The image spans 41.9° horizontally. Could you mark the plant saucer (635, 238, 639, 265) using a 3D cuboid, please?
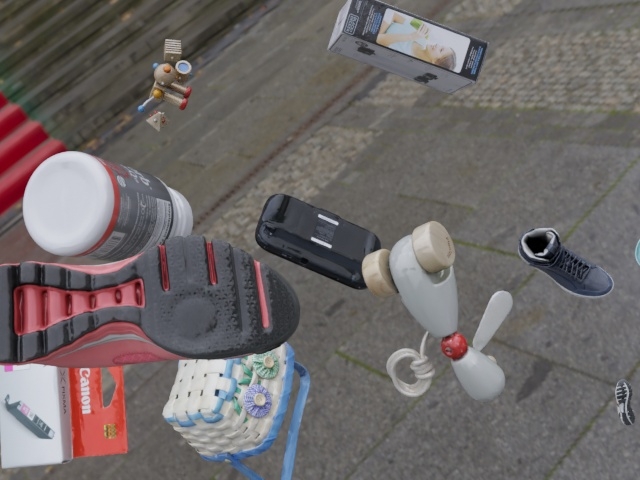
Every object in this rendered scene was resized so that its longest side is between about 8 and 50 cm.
[{"bbox_3d":[0.559,0.011,1.321,0.119,0.021,0.119,-30,32,21],"label":"plant saucer"}]

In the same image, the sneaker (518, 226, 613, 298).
[{"bbox_3d":[0.532,0.049,1.817,0.226,0.163,0.086,28,84,18],"label":"sneaker"}]

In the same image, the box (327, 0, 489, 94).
[{"bbox_3d":[0.173,-0.393,1.696,0.169,0.290,0.087,-175,103,-82],"label":"box"}]

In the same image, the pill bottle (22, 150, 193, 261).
[{"bbox_3d":[-0.437,-0.057,1.787,0.210,0.210,0.363,-27,-14,16],"label":"pill bottle"}]

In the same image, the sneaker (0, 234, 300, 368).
[{"bbox_3d":[-0.178,0.067,0.820,0.313,0.116,0.136,-1,-13,-5],"label":"sneaker"}]

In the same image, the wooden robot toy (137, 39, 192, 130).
[{"bbox_3d":[-0.252,-0.274,1.410,0.079,0.076,0.173,127,158,-62],"label":"wooden robot toy"}]

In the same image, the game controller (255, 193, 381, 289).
[{"bbox_3d":[0.000,0.000,2.052,0.067,0.319,0.166,-53,17,49],"label":"game controller"}]

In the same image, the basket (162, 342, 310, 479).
[{"bbox_3d":[-0.132,0.302,1.540,0.201,0.289,0.255,-14,51,32],"label":"basket"}]

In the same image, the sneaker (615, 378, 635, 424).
[{"bbox_3d":[0.707,0.376,1.959,0.040,0.109,0.044,-6,4,1],"label":"sneaker"}]

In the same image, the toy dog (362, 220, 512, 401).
[{"bbox_3d":[0.214,0.104,1.448,0.220,0.334,0.161,-2,27,31],"label":"toy dog"}]

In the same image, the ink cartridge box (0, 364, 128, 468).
[{"bbox_3d":[-0.512,0.300,1.653,0.239,0.275,0.060,-8,-10,8],"label":"ink cartridge box"}]
